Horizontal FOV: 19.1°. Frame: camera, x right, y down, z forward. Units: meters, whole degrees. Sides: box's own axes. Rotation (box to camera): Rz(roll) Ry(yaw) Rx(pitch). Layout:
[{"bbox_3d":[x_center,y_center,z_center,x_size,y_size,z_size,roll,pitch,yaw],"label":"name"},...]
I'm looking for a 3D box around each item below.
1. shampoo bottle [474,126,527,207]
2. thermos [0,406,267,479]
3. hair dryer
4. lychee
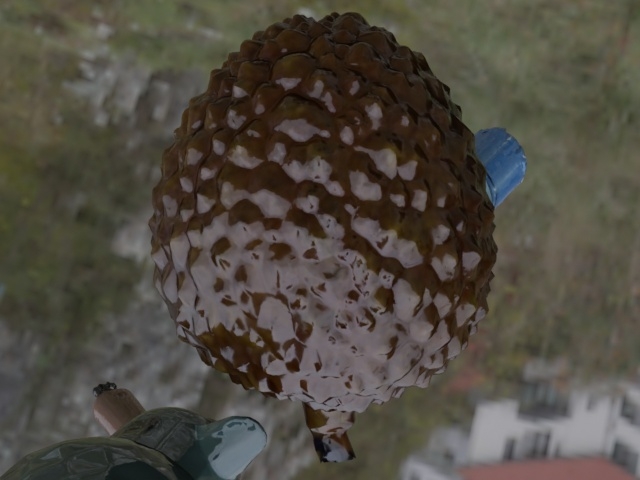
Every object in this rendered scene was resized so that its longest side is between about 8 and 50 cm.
[{"bbox_3d":[0.071,-0.002,1.359,0.061,0.258,0.104,7,122,33],"label":"shampoo bottle"},{"bbox_3d":[-0.137,0.190,0.989,0.182,0.286,0.145,-32,97,28],"label":"thermos"},{"bbox_3d":[-0.132,0.165,1.468,0.064,0.117,0.181,-8,-149,-29],"label":"hair dryer"},{"bbox_3d":[0.000,0.000,0.996,0.200,0.238,0.200,1,-172,0],"label":"lychee"}]
